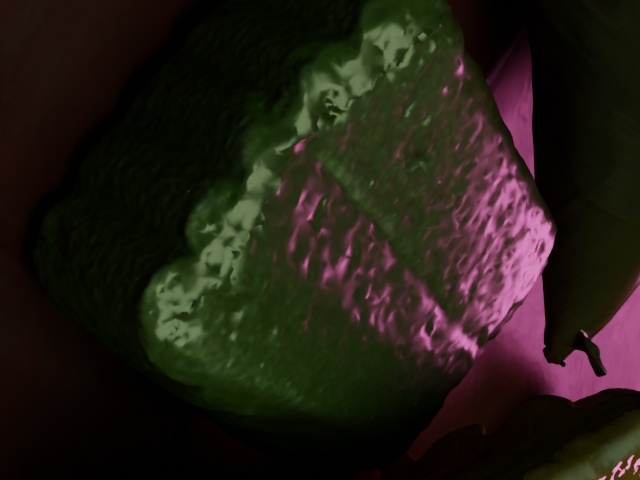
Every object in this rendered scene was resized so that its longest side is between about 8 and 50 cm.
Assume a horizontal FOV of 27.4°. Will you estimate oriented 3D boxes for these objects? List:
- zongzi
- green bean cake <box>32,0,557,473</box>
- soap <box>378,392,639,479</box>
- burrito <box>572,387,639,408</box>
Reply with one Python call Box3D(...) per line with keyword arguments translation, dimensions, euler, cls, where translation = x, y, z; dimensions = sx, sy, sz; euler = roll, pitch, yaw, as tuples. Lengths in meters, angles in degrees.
Box3D(translation=(0.148, -0.167, 0.719), dimensions=(0.447, 0.181, 0.418), euler=(32, 86, -48), cls="zongzi")
Box3D(translation=(0.000, 0.000, 0.680), dimensions=(0.222, 0.125, 0.248), euler=(-53, 137, -11), cls="green bean cake")
Box3D(translation=(0.024, 0.208, 0.682), dimensions=(0.335, 0.293, 0.156), euler=(-18, 84, -41), cls="soap")
Box3D(translation=(0.160, 0.206, 0.989), dimensions=(0.229, 0.089, 0.144), euler=(-44, 150, -23), cls="burrito")
